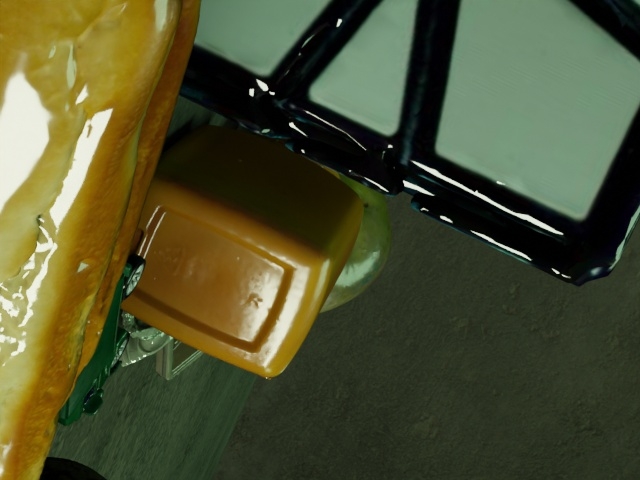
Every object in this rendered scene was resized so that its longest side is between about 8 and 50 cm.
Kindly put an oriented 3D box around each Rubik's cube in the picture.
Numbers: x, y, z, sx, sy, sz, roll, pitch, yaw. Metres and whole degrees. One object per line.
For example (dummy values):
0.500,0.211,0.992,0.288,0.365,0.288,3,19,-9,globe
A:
0.079,-0.166,0.746,0.293,0.288,0.283,-63,178,8,Rubik's cube

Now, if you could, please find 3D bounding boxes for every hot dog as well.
-0.111,-0.021,0.448,0.135,0.100,0.337,-73,-175,-46,hot dog

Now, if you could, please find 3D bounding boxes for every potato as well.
0.000,0.000,1.176,0.202,0.117,0.182,-24,140,-49,potato

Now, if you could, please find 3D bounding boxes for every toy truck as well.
-0.142,0.046,0.729,0.079,0.065,0.147,-60,175,-31,toy truck

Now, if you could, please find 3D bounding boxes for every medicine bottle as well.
-0.053,-0.007,0.975,0.112,0.149,0.222,-65,177,21,medicine bottle

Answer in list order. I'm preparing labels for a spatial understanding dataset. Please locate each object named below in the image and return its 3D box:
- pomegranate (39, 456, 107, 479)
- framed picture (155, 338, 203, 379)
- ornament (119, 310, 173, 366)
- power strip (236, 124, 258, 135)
-0.170,0.219,0.845,0.138,0.163,0.125,-43,163,9,pomegranate
-0.054,0.004,1.241,0.260,0.023,0.189,-39,155,-32,framed picture
-0.144,0.074,1.118,0.068,0.041,0.092,-36,174,-31,ornament
-0.023,-0.139,1.202,0.092,0.066,0.387,-56,172,-53,power strip
